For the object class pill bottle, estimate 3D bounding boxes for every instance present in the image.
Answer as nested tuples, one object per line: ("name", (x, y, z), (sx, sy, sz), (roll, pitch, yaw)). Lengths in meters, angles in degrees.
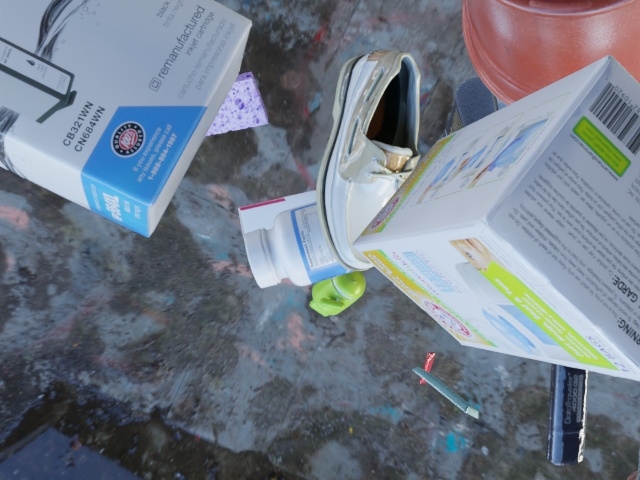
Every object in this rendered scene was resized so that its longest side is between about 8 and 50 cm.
("pill bottle", (0.000, 0.000, 1.112), (0.221, 0.124, 0.124), (-17, 89, 4))

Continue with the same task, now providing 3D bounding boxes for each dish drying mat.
("dish drying mat", (0.274, 0.326, 1.819), (0.008, 0.032, 0.083), (21, 101, 37))

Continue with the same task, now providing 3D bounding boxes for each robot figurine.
("robot figurine", (0.031, 0.085, 1.233), (0.067, 0.101, 0.115), (38, 129, -15))

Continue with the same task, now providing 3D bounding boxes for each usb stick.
("usb stick", (0.478, 0.305, 1.373), (0.077, 0.045, 0.278), (-3, 103, -6))

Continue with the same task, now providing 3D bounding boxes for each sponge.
("sponge", (-0.226, -0.278, 1.496), (0.210, 0.117, 0.031), (-11, 44, 8))

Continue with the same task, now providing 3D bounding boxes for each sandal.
("sandal", (0.321, -0.187, 1.372), (0.097, 0.054, 0.255), (-2, 102, 28))

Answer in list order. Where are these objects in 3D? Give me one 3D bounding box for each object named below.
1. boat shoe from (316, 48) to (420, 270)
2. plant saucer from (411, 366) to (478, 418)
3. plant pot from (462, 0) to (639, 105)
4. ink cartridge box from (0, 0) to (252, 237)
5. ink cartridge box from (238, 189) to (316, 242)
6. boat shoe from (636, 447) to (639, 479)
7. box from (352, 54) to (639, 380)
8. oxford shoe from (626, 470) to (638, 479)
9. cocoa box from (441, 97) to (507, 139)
("boat shoe", (0.070, -0.109, 0.958), (0.113, 0.103, 0.303), (4, 88, -35))
("plant saucer", (0.302, 0.363, 1.715), (0.067, 0.192, 0.018), (33, 92, -42))
("plant pot", (0.238, -0.259, 0.637), (0.272, 0.265, 0.273), (-1, 88, 22))
("ink cartridge box", (-0.170, -0.117, 0.468), (0.203, 0.086, 0.148), (26, 74, -7))
("ink cartridge box", (-0.044, -0.037, 1.415), (0.171, 0.237, 0.100), (-12, 90, 9))
("boat shoe", (0.643, 0.429, 1.281), (0.103, 0.118, 0.321), (35, 73, -29))
("box", (0.115, -0.004, 0.411), (0.114, 0.203, 0.103), (41, 79, -9))
("oxford shoe", (0.660, 0.624, 1.474), (0.140, 0.397, 0.147), (29, 116, 19))
("cocoa box", (0.432, -0.139, 1.561), (0.231, 0.228, 0.347), (-12, 66, -7))
